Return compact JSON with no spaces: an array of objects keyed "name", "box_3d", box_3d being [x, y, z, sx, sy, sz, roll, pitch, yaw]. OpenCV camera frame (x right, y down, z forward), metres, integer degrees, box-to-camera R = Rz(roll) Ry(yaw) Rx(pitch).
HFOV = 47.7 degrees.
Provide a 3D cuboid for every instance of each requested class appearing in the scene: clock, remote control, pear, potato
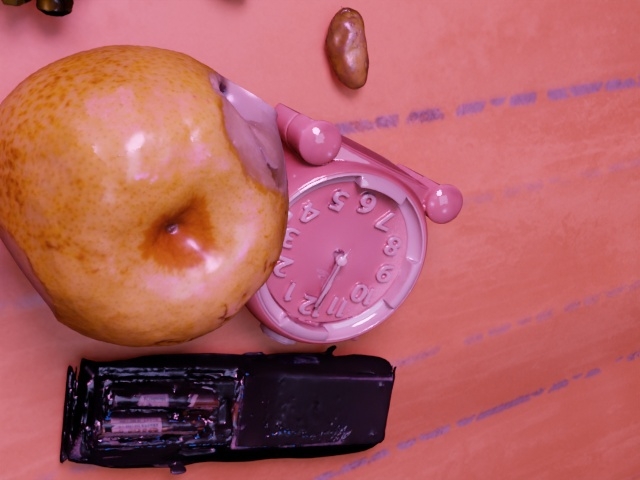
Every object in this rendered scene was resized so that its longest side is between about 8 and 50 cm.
[{"name":"clock","box_3d":[0.000,0.000,0.803,0.227,0.142,0.241,21,100,-29]},{"name":"remote control","box_3d":[-0.084,0.191,0.831,0.398,0.062,0.145,4,98,-28]},{"name":"pear","box_3d":[-0.160,-0.042,0.630,0.271,0.271,0.272,-6,103,-27]},{"name":"potato","box_3d":[0.030,-0.216,0.815,0.046,0.045,0.092,-4,109,11]}]

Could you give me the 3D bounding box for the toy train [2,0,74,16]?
[{"name":"toy train","box_3d":[-0.255,-0.305,0.597,0.137,0.090,0.226,5,113,-9]}]
